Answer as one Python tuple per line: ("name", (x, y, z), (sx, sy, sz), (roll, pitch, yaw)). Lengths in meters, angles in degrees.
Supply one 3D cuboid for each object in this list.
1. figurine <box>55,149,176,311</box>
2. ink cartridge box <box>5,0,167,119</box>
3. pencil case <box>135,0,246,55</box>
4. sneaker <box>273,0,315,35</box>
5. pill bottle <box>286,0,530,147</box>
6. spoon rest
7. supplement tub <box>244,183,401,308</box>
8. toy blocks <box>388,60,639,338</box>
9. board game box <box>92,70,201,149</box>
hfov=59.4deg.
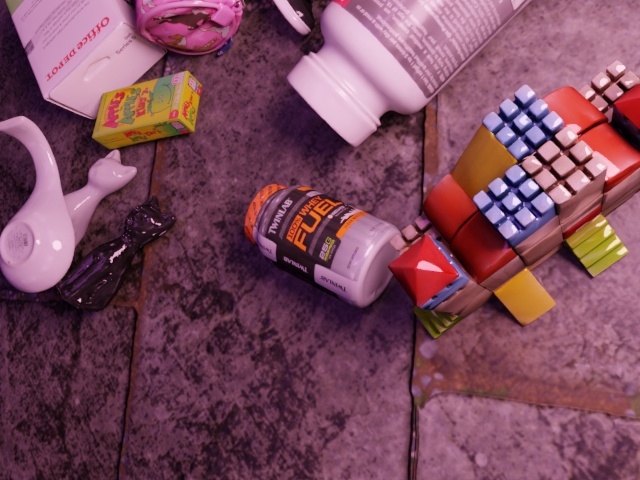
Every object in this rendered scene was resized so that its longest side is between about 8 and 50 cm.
("figurine", (-0.363, -0.028, 0.936), (0.209, 0.092, 0.215), (-45, 65, 3))
("ink cartridge box", (-0.424, -0.387, 1.001), (0.198, 0.115, 0.273), (-36, 68, 16))
("pencil case", (-0.213, -0.500, 0.903), (0.160, 0.167, 0.386), (-28, 64, 61))
("sneaker", (-0.029, -0.424, 0.845), (0.121, 0.079, 0.217), (-30, 69, 19))
("pill bottle", (0.113, -0.273, 0.700), (0.318, 0.176, 0.176), (-44, 66, 12))
("spoon rest", (-0.458, -0.054, 0.900), (0.137, 0.084, 0.276), (-11, 81, 15))
("supplement tub", (0.000, 0.000, 0.738), (0.190, 0.117, 0.117), (25, 92, 26))
("toy blocks", (0.212, -0.049, 0.569), (0.381, 0.261, 0.191), (-40, 67, 13))
("board game box", (-0.291, -0.216, 0.941), (0.181, 0.043, 0.092), (-6, 67, 23))
